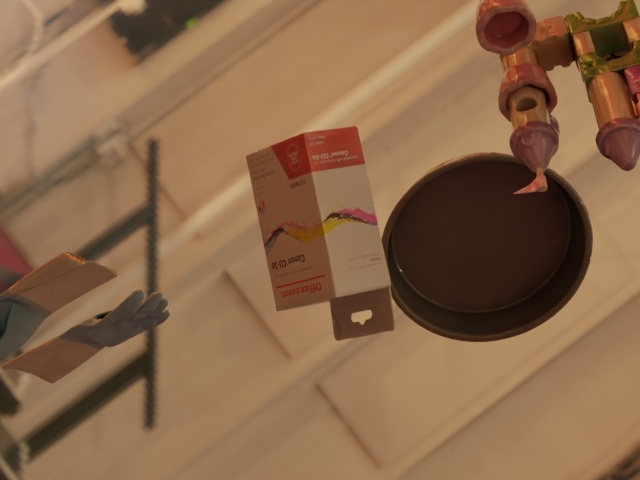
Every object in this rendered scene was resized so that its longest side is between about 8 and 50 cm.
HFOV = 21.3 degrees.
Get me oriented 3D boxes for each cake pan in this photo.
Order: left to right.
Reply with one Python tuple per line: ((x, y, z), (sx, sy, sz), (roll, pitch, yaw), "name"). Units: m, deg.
((0.226, 0.003, 2.339), (0.293, 0.293, 0.054), (54, 13, -26), "cake pan")

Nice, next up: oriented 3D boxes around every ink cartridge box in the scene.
((0.000, 0.000, 1.630), (0.115, 0.067, 0.198), (-17, -96, 58), "ink cartridge box")

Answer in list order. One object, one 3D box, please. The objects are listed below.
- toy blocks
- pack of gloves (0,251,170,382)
((0.337, -0.157, 1.872), (0.260, 0.288, 0.309), (-96, 170, -46), "toy blocks")
((-0.294, 0.107, 1.912), (0.195, 0.232, 0.046), (26, 44, -45), "pack of gloves")
